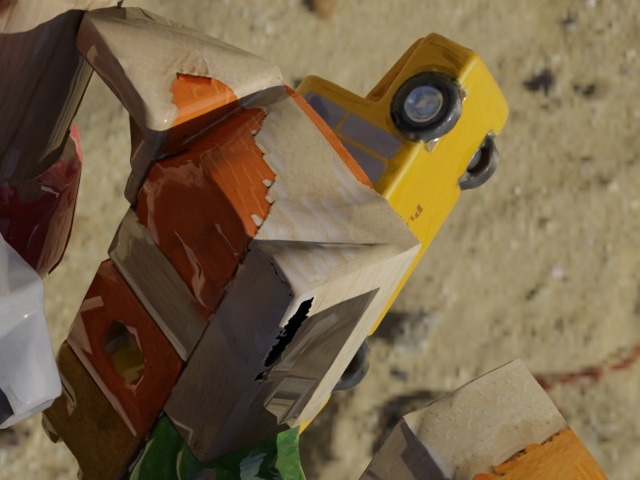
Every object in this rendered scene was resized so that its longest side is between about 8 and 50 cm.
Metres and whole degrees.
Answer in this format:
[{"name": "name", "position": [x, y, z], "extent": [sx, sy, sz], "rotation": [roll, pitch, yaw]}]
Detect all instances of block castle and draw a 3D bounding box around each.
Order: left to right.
[{"name": "block castle", "position": [-0.099, 0.124, 0.617], "extent": [0.303, 0.453, 0.213], "rotation": [-20, 153, -37]}]

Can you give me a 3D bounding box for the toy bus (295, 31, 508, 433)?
[{"name": "toy bus", "position": [0.000, 0.000, 1.397], "extent": [0.130, 0.333, 0.108], "rotation": [29, 173, 29]}]
